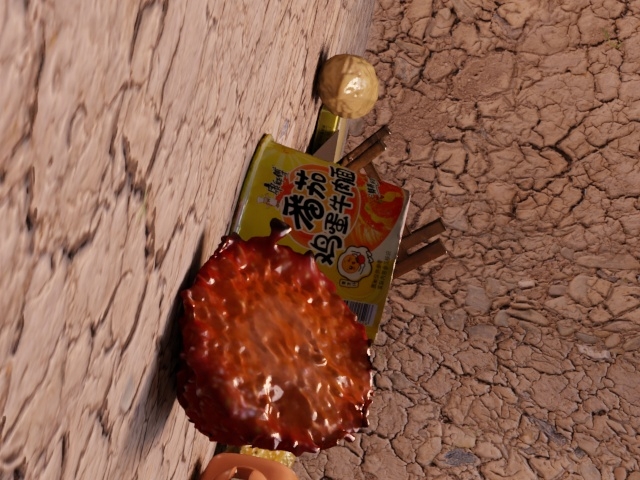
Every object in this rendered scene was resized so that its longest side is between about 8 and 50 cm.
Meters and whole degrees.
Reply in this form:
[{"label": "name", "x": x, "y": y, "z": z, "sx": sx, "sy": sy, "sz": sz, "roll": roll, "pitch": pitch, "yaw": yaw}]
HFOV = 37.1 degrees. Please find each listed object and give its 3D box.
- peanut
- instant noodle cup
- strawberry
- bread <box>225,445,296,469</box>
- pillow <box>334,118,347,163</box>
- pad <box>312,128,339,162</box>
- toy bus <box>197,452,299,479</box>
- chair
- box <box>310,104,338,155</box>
[{"label": "peanut", "x": 0.051, "y": -0.298, "z": 1.811, "sx": 0.256, "sy": 0.123, "sz": 0.124, "roll": 7, "pitch": 97, "yaw": -84}, {"label": "instant noodle cup", "x": -0.003, "y": 0.009, "z": 1.216, "sx": 0.264, "sy": 0.200, "sz": 0.264, "roll": 13, "pitch": 90, "yaw": -87}, {"label": "strawberry", "x": -0.076, "y": 0.118, "z": 0.949, "sx": 0.178, "sy": 0.234, "sz": 0.234, "roll": -36, "pitch": -153, "yaw": 42}, {"label": "bread", "x": -0.093, "y": 0.350, "z": 1.680, "sx": 0.251, "sy": 0.133, "sz": 0.174, "roll": -171, "pitch": -77, "yaw": -87}, {"label": "pillow", "x": 0.032, "y": -0.254, "z": 2.347, "sx": 0.119, "sy": 0.053, "sz": 0.208, "roll": 105, "pitch": -4, "yaw": -87}, {"label": "pad", "x": -0.011, "y": -0.132, "z": 1.978, "sx": 0.211, "sy": 0.003, "sz": 0.143, "roll": -49, "pitch": 155, "yaw": -53}, {"label": "toy bus", "x": -0.113, "y": 0.437, "z": 1.342, "sx": 0.232, "sy": 0.194, "sz": 0.288, "roll": 88, "pitch": 15, "yaw": -53}, {"label": "chair", "x": 0.000, "y": 0.000, "z": 1.792, "sx": 0.241, "sy": 0.416, "sz": 0.203, "roll": 58, "pitch": 14, "yaw": -12}, {"label": "box", "x": -0.004, "y": -0.160, "z": 2.131, "sx": 0.173, "sy": 0.043, "sz": 0.311, "roll": -71, "pitch": 175, "yaw": -69}]
